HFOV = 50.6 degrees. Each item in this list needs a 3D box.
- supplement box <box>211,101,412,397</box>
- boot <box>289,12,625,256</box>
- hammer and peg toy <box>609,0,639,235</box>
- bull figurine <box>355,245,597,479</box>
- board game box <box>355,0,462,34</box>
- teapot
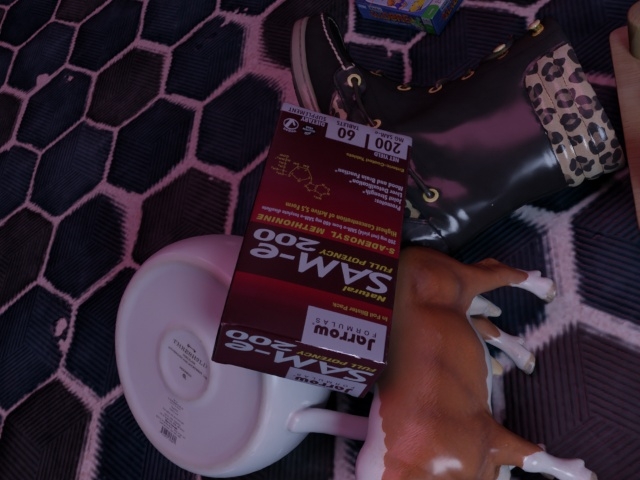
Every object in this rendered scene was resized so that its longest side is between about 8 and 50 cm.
[{"bbox_3d":[0.000,0.000,0.585,0.130,0.073,0.239,14,54,-5],"label":"supplement box"},{"bbox_3d":[0.130,-0.157,0.762,0.284,0.138,0.377,-26,58,17],"label":"boot"},{"bbox_3d":[0.456,-0.135,0.588,0.361,0.127,0.266,-9,57,24],"label":"hammer and peg toy"},{"bbox_3d":[0.113,0.138,0.573,0.188,0.101,0.310,9,57,-8],"label":"bull figurine"},{"bbox_3d":[0.159,-0.386,0.947,0.136,0.035,0.201,27,78,36],"label":"board game box"},{"bbox_3d":[-0.070,0.109,0.703,0.252,0.187,0.256,-27,78,35],"label":"teapot"}]
